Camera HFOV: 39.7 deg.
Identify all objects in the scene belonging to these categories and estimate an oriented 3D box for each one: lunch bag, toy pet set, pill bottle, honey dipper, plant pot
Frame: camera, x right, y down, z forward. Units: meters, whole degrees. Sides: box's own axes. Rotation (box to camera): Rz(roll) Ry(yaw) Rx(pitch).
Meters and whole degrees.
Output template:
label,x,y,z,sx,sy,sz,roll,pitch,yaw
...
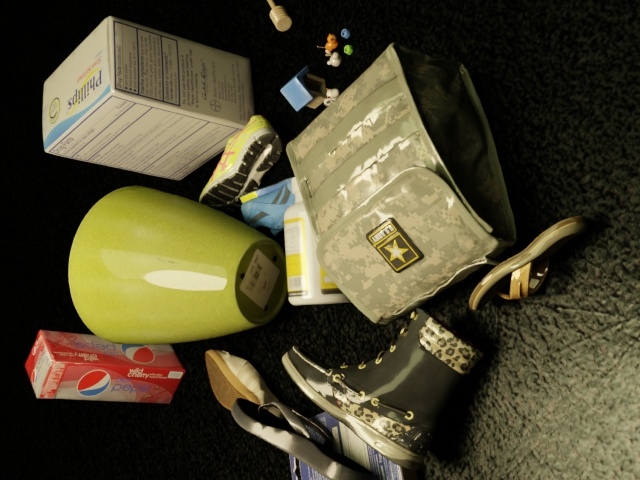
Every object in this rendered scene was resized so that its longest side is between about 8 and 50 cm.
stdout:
label,x,y,z,sx,sy,sz,roll,pitch,yaw
lunch bag,0.104,-0.059,1.136,0.235,0.169,0.287,-39,59,41
toy pet set,-0.005,-0.264,1.396,0.114,0.065,0.122,-31,58,43
pill bottle,0.000,0.000,1.280,0.103,0.103,0.184,-8,83,50
honey dipper,-0.089,-0.424,1.570,0.030,0.030,0.160,-55,42,28
plant pot,-0.207,0.054,1.444,0.293,0.275,0.274,6,86,36

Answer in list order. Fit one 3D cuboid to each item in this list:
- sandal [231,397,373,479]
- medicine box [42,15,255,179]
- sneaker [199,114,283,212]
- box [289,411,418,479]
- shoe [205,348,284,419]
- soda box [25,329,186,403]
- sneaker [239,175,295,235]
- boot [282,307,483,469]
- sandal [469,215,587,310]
label,x,y,z,sx,sy,sz,roll,pitch,yaw
sandal,-0.021,0.269,1.223,0.254,0.097,0.054,19,84,42
medicine box,-0.307,-0.241,1.584,0.263,0.289,0.149,-25,63,45
sneaker,-0.140,-0.131,1.533,0.208,0.081,0.094,-45,42,27
box,0.038,0.298,1.232,0.225,0.036,0.136,-31,58,42
shoe,-0.128,0.240,1.446,0.219,0.058,0.076,36,130,53
soda box,-0.382,0.229,1.588,0.092,0.263,0.083,49,118,44
sneaker,-0.046,-0.058,1.408,0.209,0.069,0.082,-18,88,45
boot,0.078,0.157,1.138,0.236,0.085,0.178,35,95,31
sandal,0.242,0.036,1.028,0.180,0.072,0.049,-41,73,33
